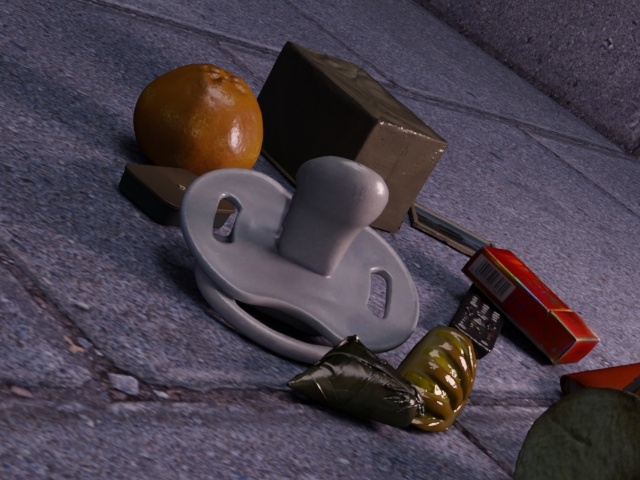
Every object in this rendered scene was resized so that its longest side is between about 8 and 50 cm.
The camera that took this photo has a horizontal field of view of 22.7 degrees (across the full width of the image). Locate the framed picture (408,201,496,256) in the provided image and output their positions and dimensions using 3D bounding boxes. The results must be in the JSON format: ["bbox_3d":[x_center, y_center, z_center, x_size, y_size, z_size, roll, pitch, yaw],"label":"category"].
[{"bbox_3d":[0.193,-0.007,2.303,0.149,0.011,0.109,27,17,-10],"label":"framed picture"}]

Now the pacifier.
[{"bbox_3d":[0.000,0.000,1.610,0.279,0.207,0.227,26,34,-14],"label":"pacifier"}]

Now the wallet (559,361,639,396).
[{"bbox_3d":[0.406,0.185,1.902,0.204,0.045,0.142,-6,23,-23],"label":"wallet"}]

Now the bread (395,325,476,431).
[{"bbox_3d":[0.118,0.133,1.622,0.083,0.094,0.157,28,8,7],"label":"bread"}]

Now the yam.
[{"bbox_3d":[0.351,0.260,1.530,0.304,0.168,0.168,27,16,-16],"label":"yam"}]

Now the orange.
[{"bbox_3d":[-0.142,-0.140,1.893,0.159,0.136,0.159,25,19,-9],"label":"orange"}]

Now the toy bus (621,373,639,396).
[{"bbox_3d":[0.398,0.232,1.704,0.209,0.126,0.136,36,17,-42],"label":"toy bus"}]

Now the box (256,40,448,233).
[{"bbox_3d":[0.031,-0.139,2.166,0.155,0.149,0.231,14,23,-42],"label":"box"}]

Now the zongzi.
[{"bbox_3d":[0.035,0.149,1.502,0.109,0.055,0.119,36,29,14],"label":"zongzi"}]

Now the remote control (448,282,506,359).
[{"bbox_3d":[0.197,0.097,1.976,0.063,0.025,0.245,33,16,5],"label":"remote control"}]

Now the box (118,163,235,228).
[{"bbox_3d":[-0.160,-0.048,1.771,0.091,0.031,0.126,38,19,26],"label":"box"}]

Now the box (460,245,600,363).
[{"bbox_3d":[0.271,0.082,2.046,0.175,0.048,0.112,46,15,20],"label":"box"}]
